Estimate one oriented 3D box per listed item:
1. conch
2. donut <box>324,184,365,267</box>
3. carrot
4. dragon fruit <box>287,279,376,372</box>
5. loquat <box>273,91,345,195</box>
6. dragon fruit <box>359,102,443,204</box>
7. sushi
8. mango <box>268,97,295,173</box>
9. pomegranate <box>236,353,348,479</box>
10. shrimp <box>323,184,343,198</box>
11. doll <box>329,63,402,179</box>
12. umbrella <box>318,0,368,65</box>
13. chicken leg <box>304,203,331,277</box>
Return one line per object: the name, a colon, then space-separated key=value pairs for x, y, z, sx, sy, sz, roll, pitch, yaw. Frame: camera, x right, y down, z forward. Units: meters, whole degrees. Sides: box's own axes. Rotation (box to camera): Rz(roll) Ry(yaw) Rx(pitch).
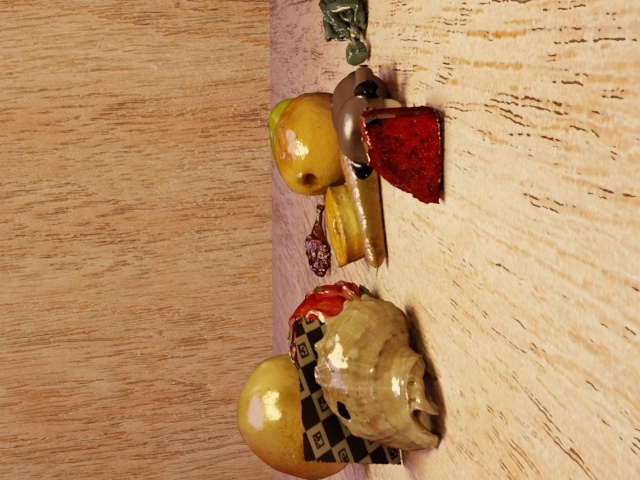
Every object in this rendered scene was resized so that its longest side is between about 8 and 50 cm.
conch: x=0.093 y=0.250 z=1.562 sx=0.324 sy=0.186 sz=0.263 roll=-105 pitch=-5 yaw=-63
donut: x=0.060 y=-0.037 z=1.918 sx=0.190 sy=0.074 sz=0.174 roll=90 pitch=168 yaw=-59
carrot: x=0.092 y=-0.060 z=1.802 sx=0.078 sy=0.078 sz=0.298 roll=114 pitch=149 yaw=-71
dragon fruit: x=0.023 y=0.205 z=1.846 sx=0.192 sy=0.193 sz=0.274 roll=90 pitch=-157 yaw=-68
loquat: x=-0.010 y=-0.214 z=1.978 sx=0.238 sy=0.193 sz=0.238 roll=12 pitch=-90 yaw=-86
dragon fruit: x=0.123 y=-0.133 z=1.408 sx=0.127 sy=0.120 sz=0.161 roll=-119 pitch=23 yaw=-83
sushi: x=0.034 y=0.287 z=1.672 sx=0.050 sy=0.290 sz=0.264 roll=-22 pitch=63 yaw=33
mango: x=-0.065 y=-0.266 z=2.496 sx=0.273 sy=0.149 sz=0.185 roll=88 pitch=166 yaw=-45
pomegranate: x=-0.038 y=0.395 z=2.072 sx=0.319 sy=0.319 sz=0.319 roll=178 pitch=90 yaw=-81
shrimp: x=0.035 y=-0.220 z=2.186 sx=0.173 sy=0.058 sz=0.253 roll=119 pitch=151 yaw=-57
doll: x=0.080 y=-0.226 z=1.660 sx=0.257 sy=0.117 sz=0.182 roll=-109 pitch=17 yaw=-64
umbrella: x=0.039 y=-0.513 z=1.941 sx=0.143 sy=0.094 sz=0.349 roll=93 pitch=169 yaw=-58
chicken leg: x=-0.004 y=0.004 z=2.494 sx=0.093 sy=0.053 sz=0.205 roll=-45 pitch=51 yaw=47
